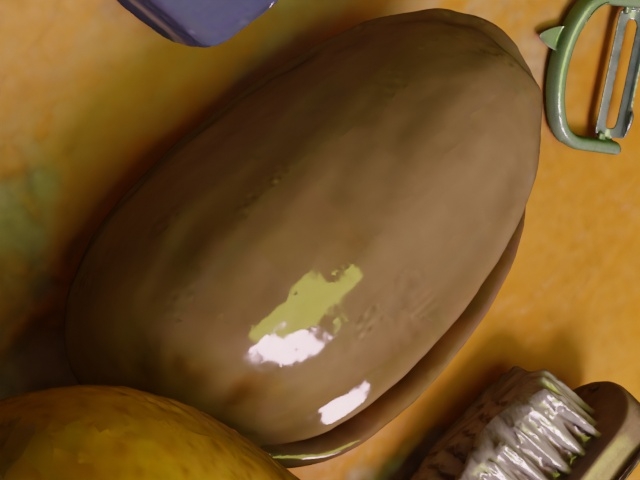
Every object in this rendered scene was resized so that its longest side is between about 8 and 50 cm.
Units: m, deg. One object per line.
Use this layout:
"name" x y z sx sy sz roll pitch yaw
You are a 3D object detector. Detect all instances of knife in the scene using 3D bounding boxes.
"knife" 0.126 -0.142 0.787 0.054 0.015 0.212 4 103 -27

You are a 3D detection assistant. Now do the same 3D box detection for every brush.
"brush" 0.019 0.179 0.792 0.065 0.070 0.327 42 81 -18

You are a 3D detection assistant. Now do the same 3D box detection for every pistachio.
"pistachio" 0.000 0.000 0.689 0.206 0.131 0.129 -44 169 -21

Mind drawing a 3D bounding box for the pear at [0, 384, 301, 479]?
"pear" -0.070 0.201 0.586 0.285 0.285 0.336 -52 157 -9

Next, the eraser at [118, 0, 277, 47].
"eraser" 0.004 -0.150 0.619 0.225 0.036 0.082 -37 129 17
